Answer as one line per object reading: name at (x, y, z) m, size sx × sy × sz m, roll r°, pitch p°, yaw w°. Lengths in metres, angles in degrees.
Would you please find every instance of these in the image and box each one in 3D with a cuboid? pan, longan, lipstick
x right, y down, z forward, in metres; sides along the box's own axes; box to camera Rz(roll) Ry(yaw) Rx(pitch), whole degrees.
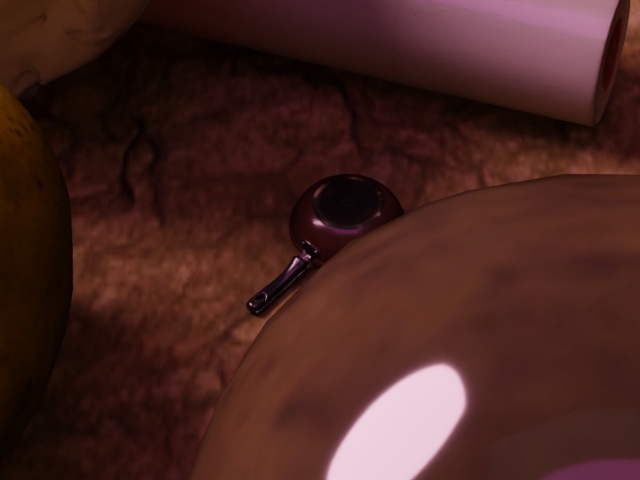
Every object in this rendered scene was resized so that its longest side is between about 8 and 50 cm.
pan at (0.000, 0.000, 0.902) m, size 0.068 × 0.023 × 0.115 m, roll 35°, pitch 61°, yaw 26°
longan at (0.092, 0.164, 0.567) m, size 0.404 × 0.336 × 0.404 m, roll -21°, pitch 46°, yaw 23°
lipstick at (0.021, -0.148, 0.978) m, size 0.327 × 0.087 × 0.087 m, roll 15°, pitch 54°, yaw 15°

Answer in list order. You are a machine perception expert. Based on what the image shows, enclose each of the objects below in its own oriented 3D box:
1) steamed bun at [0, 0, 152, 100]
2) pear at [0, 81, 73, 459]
steamed bun at (-0.222, -0.251, 0.917) m, size 0.334 × 0.233 × 0.312 m, roll -25°, pitch 49°, yaw 29°
pear at (-0.259, 0.022, 0.752) m, size 0.294 × 0.294 × 0.294 m, roll -2°, pitch 51°, yaw 2°
